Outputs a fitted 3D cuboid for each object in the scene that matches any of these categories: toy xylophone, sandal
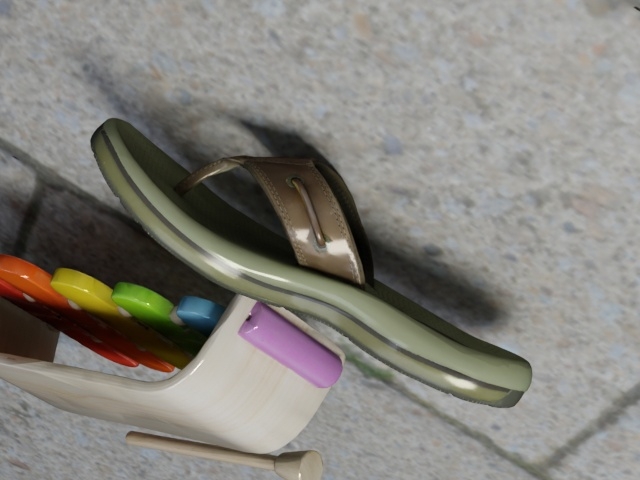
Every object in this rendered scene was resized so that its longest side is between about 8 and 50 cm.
[{"bbox_3d":[-0.126,0.089,0.984,0.322,0.081,0.236,9,159,32],"label":"toy xylophone"},{"bbox_3d":[0.001,0.000,0.841,0.302,0.120,0.086,28,99,-2],"label":"sandal"}]
